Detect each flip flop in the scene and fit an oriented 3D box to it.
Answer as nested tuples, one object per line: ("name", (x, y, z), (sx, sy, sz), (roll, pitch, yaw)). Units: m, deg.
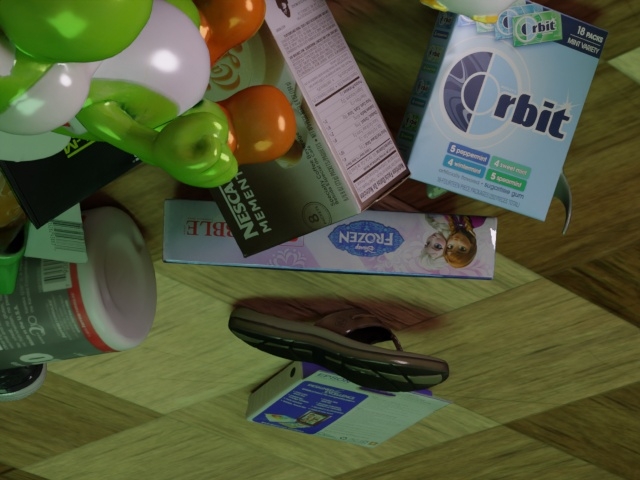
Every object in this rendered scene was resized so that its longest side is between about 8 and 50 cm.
("flip flop", (0.026, 0.118, 2.288), (0.277, 0.080, 0.112), (16, 158, 5))

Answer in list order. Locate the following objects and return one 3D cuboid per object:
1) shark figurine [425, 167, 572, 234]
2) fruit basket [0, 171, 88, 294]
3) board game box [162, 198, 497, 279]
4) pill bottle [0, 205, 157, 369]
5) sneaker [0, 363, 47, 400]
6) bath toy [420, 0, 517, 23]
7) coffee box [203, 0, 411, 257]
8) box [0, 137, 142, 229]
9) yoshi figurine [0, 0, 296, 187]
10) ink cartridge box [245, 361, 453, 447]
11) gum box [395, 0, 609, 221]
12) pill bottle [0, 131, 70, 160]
("shark figurine", (0.169, -0.110, 1.838), (0.116, 0.166, 0.278), (15, -179, 33))
("fruit basket", (-0.404, -0.096, 1.843), (0.327, 0.165, 0.353), (1, 137, 1))
("board game box", (0.000, 0.000, 1.916), (0.319, 0.066, 0.318), (3, 180, -3))
("pill bottle", (-0.342, 0.062, 2.090), (0.283, 0.161, 0.161), (-10, 151, 21))
("sneaker", (-0.483, 0.141, 2.327), (0.269, 0.101, 0.153), (-5, 152, -1))
("bath toy", (0.014, -0.267, 1.483), (0.348, 0.151, 0.129), (11, 114, -18))
("coffee box", (-0.048, -0.128, 1.620), (0.141, 0.098, 0.246), (-19, 101, 37))
("box", (-0.219, -0.120, 1.735), (0.191, 0.045, 0.184), (-33, 145, -11))
("yoshi figurine", (-0.133, -0.146, 1.318), (0.203, 0.203, 0.362), (26, -169, 29))
("ink cartridge box", (0.038, 0.210, 2.489), (0.206, 0.045, 0.208), (16, 151, -25))
("gum box", (0.161, -0.127, 1.687), (0.157, 0.184, 0.041), (17, -177, -27))
("pill bottle", (-0.243, -0.188, 1.521), (0.131, 0.229, 0.131), (1, 153, 1))
